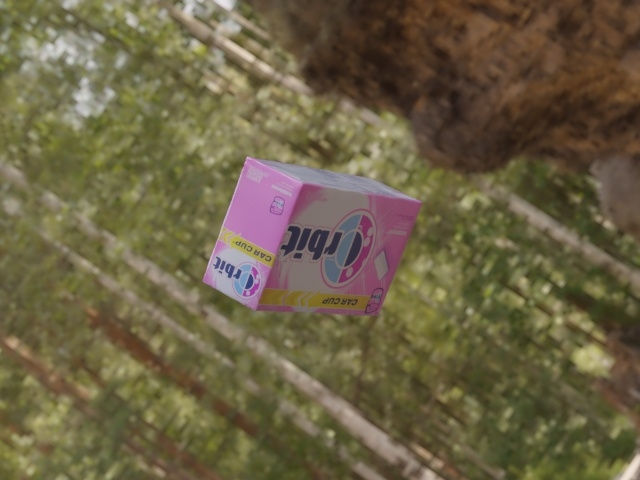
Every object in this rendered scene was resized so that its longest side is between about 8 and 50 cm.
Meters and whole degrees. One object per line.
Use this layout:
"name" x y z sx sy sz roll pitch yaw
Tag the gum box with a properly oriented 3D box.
"gum box" 0.000 0.000 1.224 0.188 0.062 0.107 6 -73 -54
